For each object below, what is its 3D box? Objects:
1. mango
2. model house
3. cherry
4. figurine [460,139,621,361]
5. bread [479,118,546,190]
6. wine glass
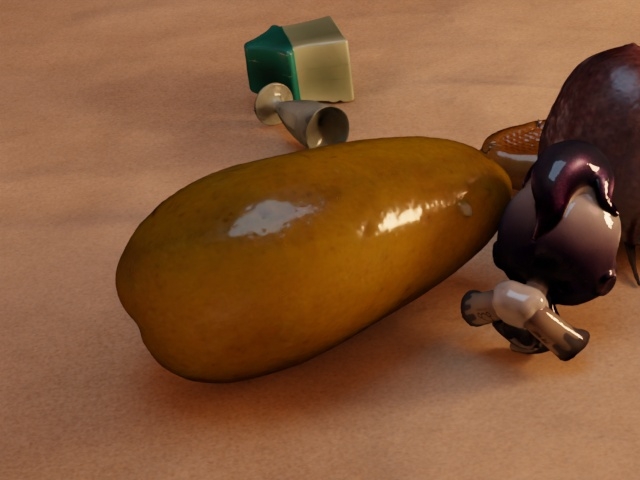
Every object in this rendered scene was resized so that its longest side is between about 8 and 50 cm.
[{"bbox_3d":[0.000,0.000,1.652,0.445,0.220,0.301,-23,1,-13],"label":"mango"},{"bbox_3d":[-0.036,-0.258,2.293,0.149,0.100,0.127,-10,28,-8],"label":"model house"},{"bbox_3d":[0.344,-0.094,1.778,0.183,0.266,0.213,-3,11,-27],"label":"cherry"},{"bbox_3d":[0.239,0.001,1.622,0.145,0.145,0.222,13,67,34],"label":"figurine"},{"bbox_3d":[0.294,-0.103,1.946,0.189,0.077,0.114,-6,48,2],"label":"bread"},{"bbox_3d":[-0.026,-0.172,2.165,0.073,0.073,0.155,-21,28,-23],"label":"wine glass"}]
